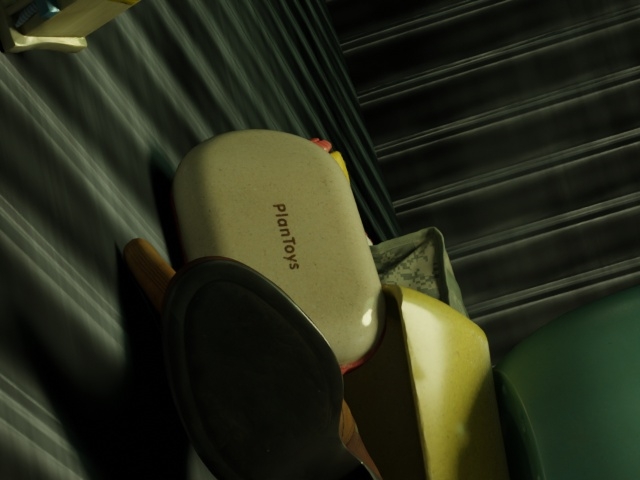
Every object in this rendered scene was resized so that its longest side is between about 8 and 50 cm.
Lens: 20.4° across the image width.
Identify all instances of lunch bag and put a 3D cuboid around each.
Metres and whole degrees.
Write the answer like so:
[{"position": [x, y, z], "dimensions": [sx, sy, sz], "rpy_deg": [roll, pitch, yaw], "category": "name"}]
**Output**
[{"position": [0.096, 0.171, 1.897], "dimensions": [0.235, 0.169, 0.287], "rpy_deg": [68, 14, -46], "category": "lunch bag"}]

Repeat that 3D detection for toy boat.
[{"position": [-0.045, 0.027, 1.435], "dimensions": [0.151, 0.151, 0.231], "rpy_deg": [115, -34, -54], "category": "toy boat"}]

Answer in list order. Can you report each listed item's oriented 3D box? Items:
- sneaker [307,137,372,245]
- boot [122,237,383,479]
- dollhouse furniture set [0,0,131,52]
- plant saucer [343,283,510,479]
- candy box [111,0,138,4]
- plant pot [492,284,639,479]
[{"position": [0.000, 0.000, 2.036], "dimensions": [0.093, 0.088, 0.225], "rpy_deg": [-31, 102, -62], "category": "sneaker"}, {"position": [-0.057, 0.060, 1.104], "dimensions": [0.264, 0.096, 0.280], "rpy_deg": [51, -2, -36], "category": "boot"}, {"position": [-0.187, -0.196, 1.049], "dimensions": [0.183, 0.129, 0.129], "rpy_deg": [-8, 75, -52], "category": "dollhouse furniture set"}, {"position": [0.094, 0.195, 1.521], "dimensions": [0.333, 0.081, 0.333], "rpy_deg": [173, -92, -81], "category": "plant saucer"}, {"position": [-0.178, -0.186, 0.921], "dimensions": [0.206, 0.027, 0.105], "rpy_deg": [5, 65, -49], "category": "candy box"}, {"position": [0.266, 0.173, 1.443], "dimensions": [0.293, 0.235, 0.293], "rpy_deg": [170, -90, -81], "category": "plant pot"}]
